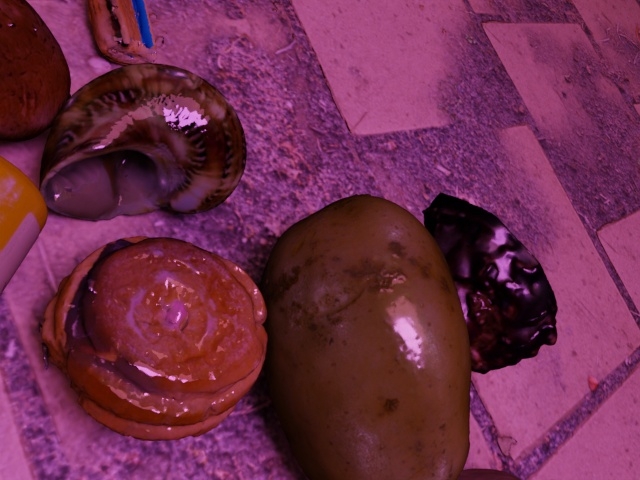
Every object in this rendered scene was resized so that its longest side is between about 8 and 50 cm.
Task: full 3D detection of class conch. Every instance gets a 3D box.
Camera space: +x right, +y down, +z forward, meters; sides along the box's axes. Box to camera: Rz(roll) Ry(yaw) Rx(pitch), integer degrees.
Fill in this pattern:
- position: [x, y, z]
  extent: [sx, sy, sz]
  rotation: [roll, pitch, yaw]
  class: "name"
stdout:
- position: [-0.171, -0.091, 0.558]
  extent: [0.181, 0.187, 0.124]
  rotation: [46, 16, -54]
  class: "conch"

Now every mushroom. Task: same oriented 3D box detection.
- position: [-0.339, -0.173, 0.472]
  extent: [0.231, 0.138, 0.194]
  rotation: [-8, 72, -37]
  class: "mushroom"

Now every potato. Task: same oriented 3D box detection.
- position: [0.040, 0.101, 0.550]
  extent: [0.216, 0.216, 0.304]
  rotation: [10, 69, -30]
  class: "potato"

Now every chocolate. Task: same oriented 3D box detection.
- position: [0.149, 0.084, 0.672]
  extent: [0.177, 0.206, 0.224]
  rotation: [-36, 74, -11]
  class: "chocolate"

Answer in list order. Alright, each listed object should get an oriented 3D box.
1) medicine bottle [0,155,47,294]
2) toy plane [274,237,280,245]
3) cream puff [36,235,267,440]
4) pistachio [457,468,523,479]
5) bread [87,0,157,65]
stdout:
- position: [-0.308, 0.033, 0.404]
  extent: [0.122, 0.122, 0.212]
  rotation: [30, 55, -19]
  class: "medicine bottle"
- position: [0.000, 0.000, 0.691]
  extent: [0.121, 0.031, 0.049]
  rotation: [-23, 73, -37]
  class: "toy plane"
- position: [-0.145, 0.087, 0.482]
  extent: [0.189, 0.129, 0.189]
  rotation: [17, 45, -18]
  class: "cream puff"
- position: [0.176, 0.316, 0.610]
  extent: [0.186, 0.108, 0.126]
  rotation: [-4, 47, -28]
  class: "pistachio"
- position: [-0.235, -0.258, 0.644]
  extent: [0.072, 0.053, 0.105]
  rotation: [4, 66, -59]
  class: "bread"
